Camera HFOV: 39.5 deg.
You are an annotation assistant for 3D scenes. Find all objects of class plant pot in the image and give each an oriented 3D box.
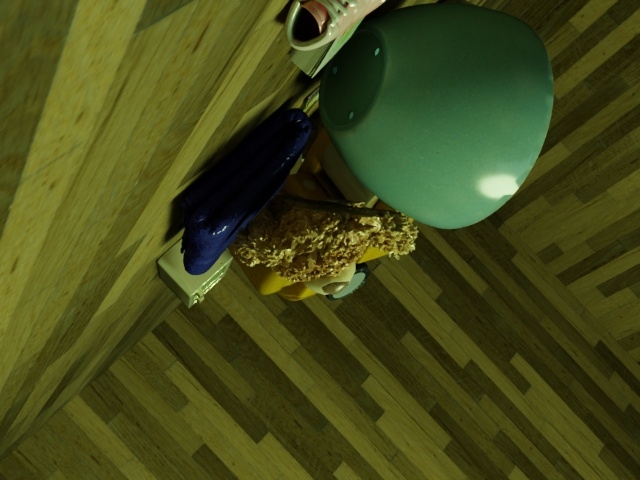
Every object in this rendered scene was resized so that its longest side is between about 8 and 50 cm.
[{"bbox_3d":[0.114,-0.175,1.118,0.195,0.290,0.290,13,139,-35],"label":"plant pot"}]

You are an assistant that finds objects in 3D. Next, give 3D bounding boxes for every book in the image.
[{"bbox_3d":[0.032,-0.239,0.902,0.096,0.035,0.144,-48,-179,-33],"label":"book"}]

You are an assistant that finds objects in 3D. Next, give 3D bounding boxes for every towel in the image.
[{"bbox_3d":[0.003,-0.220,1.319,0.083,0.009,0.060,-43,179,-18],"label":"towel"},{"bbox_3d":[-0.122,-0.069,1.292,0.227,0.076,0.308,-50,-179,-16],"label":"towel"}]

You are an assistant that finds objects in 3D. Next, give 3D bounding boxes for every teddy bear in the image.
[{"bbox_3d":[0.000,0.000,1.230,0.245,0.113,0.338,2,-172,-20],"label":"teddy bear"}]

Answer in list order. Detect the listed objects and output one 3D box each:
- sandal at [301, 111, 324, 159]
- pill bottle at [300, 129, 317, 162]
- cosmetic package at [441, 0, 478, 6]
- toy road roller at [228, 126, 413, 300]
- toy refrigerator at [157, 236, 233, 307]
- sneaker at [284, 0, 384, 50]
[{"bbox_3d":[0.006,-0.182,1.620,0.088,0.079,0.240,-14,148,-19],"label":"sandal"},{"bbox_3d":[0.067,-0.205,1.763,0.208,0.119,0.119,-43,180,-26],"label":"pill bottle"},{"bbox_3d":[0.230,-0.281,1.658,0.153,0.129,0.296,-45,158,-50],"label":"cosmetic package"},{"bbox_3d":[-0.010,-0.033,1.512,0.241,0.202,0.329,-15,149,-43],"label":"toy road roller"},{"bbox_3d":[-0.229,0.054,1.633,0.102,0.094,0.269,-43,180,-13],"label":"toy refrigerator"},{"bbox_3d":[0.021,-0.212,0.771,0.134,0.051,0.070,-39,-173,21],"label":"sneaker"}]
